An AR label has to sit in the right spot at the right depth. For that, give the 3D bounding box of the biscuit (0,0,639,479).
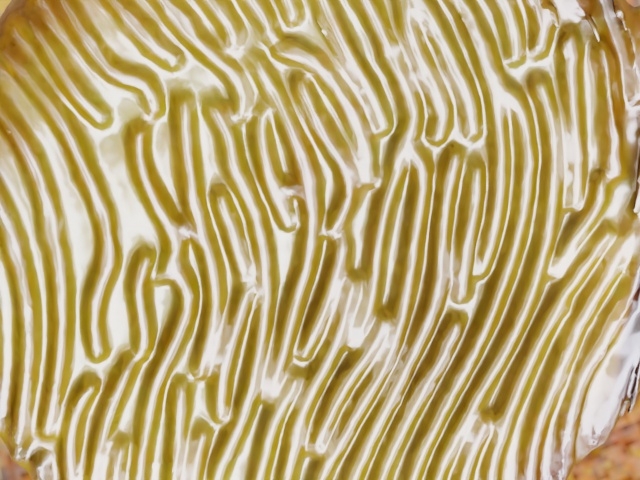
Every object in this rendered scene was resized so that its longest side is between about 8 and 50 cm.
[{"bbox_3d":[0.000,0.000,0.697,0.318,0.040,0.318,-2,109,-7],"label":"biscuit"}]
